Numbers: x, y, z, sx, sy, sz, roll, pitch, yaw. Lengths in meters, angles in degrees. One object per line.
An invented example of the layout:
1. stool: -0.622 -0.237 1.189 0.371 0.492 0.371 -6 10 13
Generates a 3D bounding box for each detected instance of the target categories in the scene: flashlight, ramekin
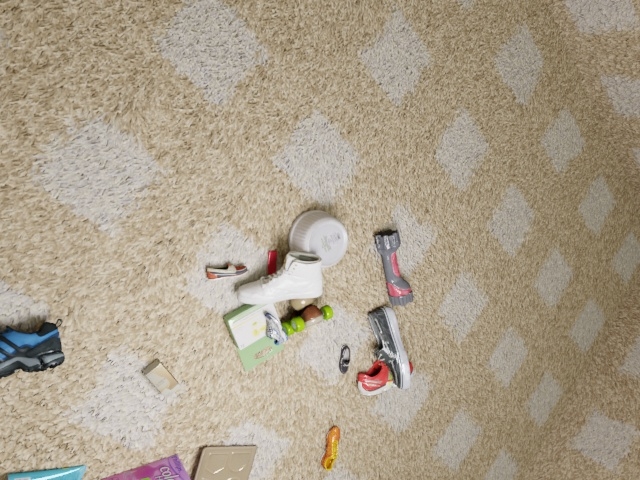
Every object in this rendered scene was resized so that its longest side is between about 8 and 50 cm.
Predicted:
1. flashlight: 0.298 0.107 1.966 0.103 0.103 0.303 -34 118 -51
2. ramekin: 0.000 0.000 1.749 0.207 0.109 0.207 -7 104 -31

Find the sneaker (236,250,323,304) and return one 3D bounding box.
1. sneaker: -0.135 0.112 1.647 0.293 0.108 0.169 -7 121 -14

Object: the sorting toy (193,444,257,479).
1. sorting toy: -0.359 0.869 1.760 0.229 0.041 0.306 15 93 -38

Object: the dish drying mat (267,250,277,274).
1. dish drying mat: -0.167 0.077 1.722 0.032 0.008 0.083 -2 103 -31

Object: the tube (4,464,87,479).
1. tube: -0.795 0.697 1.443 0.207 0.052 0.080 16 96 -39

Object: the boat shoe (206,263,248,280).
1. boat shoe: -0.302 0.098 1.620 0.137 0.049 0.043 -10 103 -25

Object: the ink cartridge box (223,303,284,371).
1. ink cartridge box: -0.216 0.327 1.720 0.171 0.056 0.234 -28 112 -25

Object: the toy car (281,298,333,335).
1. toy car: -0.072 0.219 1.765 0.155 0.149 0.188 -17 81 -34

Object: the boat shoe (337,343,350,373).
1. boat shoe: 0.098 0.470 1.954 0.046 0.038 0.125 -2 102 -32

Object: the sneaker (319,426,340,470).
1. sneaker: 0.051 0.830 1.987 0.064 0.067 0.174 11 93 -32

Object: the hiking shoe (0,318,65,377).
1. hiking shoe: -0.843 0.294 1.309 0.304 0.113 0.131 -5 73 -25

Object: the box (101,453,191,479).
1. box: -0.525 0.802 1.531 0.243 0.214 0.117 -6 104 -31

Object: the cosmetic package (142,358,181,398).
1. cosmetic package: -0.500 0.436 1.571 0.060 0.041 0.115 -40 119 -18

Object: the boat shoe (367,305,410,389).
1. boat shoe: 0.265 0.434 1.984 0.119 0.121 0.334 -13 80 -11

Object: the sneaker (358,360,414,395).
1. sneaker: 0.273 0.543 2.046 0.279 0.107 0.118 -16 97 -32

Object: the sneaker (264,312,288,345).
1. sneaker: -0.159 0.305 1.688 0.058 0.052 0.135 -36 118 -17
